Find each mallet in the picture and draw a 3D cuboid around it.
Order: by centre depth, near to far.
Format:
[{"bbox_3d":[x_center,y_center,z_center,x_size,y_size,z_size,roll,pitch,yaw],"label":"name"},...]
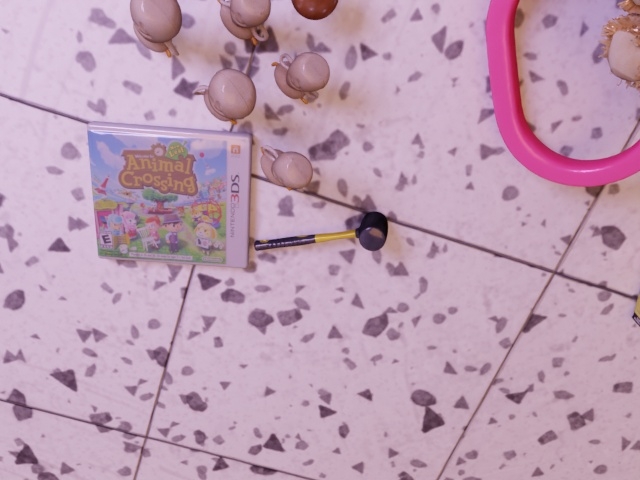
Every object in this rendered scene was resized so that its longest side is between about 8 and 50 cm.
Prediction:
[{"bbox_3d":[0.000,0.000,0.801,0.189,0.062,0.039,-10,113,5],"label":"mallet"}]

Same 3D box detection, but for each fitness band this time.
[{"bbox_3d":[0.300,-0.200,0.669,0.209,0.054,0.291,0,118,30],"label":"fitness band"}]

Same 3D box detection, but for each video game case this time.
[{"bbox_3d":[-0.202,-0.058,0.798,0.212,0.023,0.193,4,114,-1],"label":"video game case"}]

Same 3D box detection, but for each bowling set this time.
[{"bbox_3d":[-0.061,-0.210,0.684,0.200,0.154,0.287,-41,107,-8],"label":"bowling set"}]

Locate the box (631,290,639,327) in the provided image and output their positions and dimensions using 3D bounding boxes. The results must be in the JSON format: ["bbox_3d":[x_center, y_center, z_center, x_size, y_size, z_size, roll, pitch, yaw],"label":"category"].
[{"bbox_3d":[0.511,0.024,0.810,0.087,0.058,0.232,2,115,0],"label":"box"}]

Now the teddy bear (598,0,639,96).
[{"bbox_3d":[0.413,-0.194,0.490,0.338,0.113,0.245,1,139,40],"label":"teddy bear"}]
